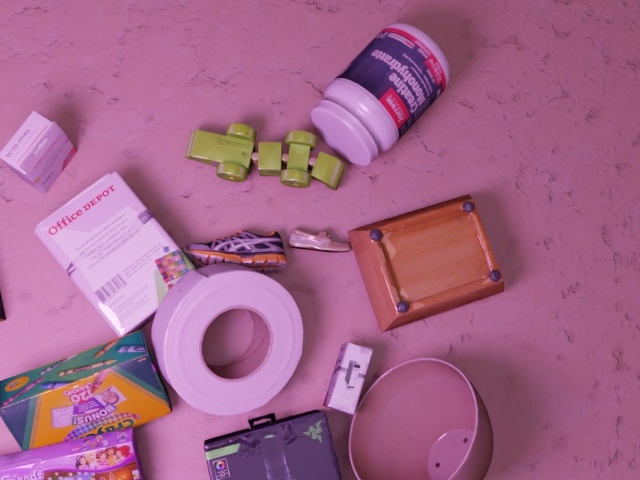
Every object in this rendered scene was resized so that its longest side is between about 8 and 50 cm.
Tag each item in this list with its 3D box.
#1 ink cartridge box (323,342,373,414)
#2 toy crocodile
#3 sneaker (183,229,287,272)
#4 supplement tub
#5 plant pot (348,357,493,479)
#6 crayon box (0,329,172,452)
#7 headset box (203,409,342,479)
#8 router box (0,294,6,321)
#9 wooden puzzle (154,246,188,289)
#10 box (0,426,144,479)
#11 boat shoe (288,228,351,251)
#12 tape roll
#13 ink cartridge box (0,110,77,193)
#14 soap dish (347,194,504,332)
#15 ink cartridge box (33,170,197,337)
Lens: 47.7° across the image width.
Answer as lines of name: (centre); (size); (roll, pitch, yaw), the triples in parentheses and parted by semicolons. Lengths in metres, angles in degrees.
ink cartridge box: (0.055, 0.281, 1.477); (0.056, 0.099, 0.135); (19, 77, -3)
toy crocodile: (-0.116, -0.174, 1.545); (0.340, 0.105, 0.115); (7, 79, -2)
sneaker: (-0.177, 0.020, 1.510); (0.214, 0.084, 0.083); (3, 66, -11)
supplement tub: (0.130, -0.312, 1.550); (0.191, 0.191, 0.272); (42, 77, 1)
plant pot: (0.225, 0.400, 1.417); (0.191, 0.284, 0.284); (41, 74, -35)
crayon box: (-0.442, 0.298, 1.370); (0.278, 0.081, 0.165); (-20, 127, -11)
headset box: (-0.082, 0.479, 1.406); (0.246, 0.131, 0.283); (-12, 81, -10)
router box: (-0.779, 0.038, 1.415); (0.242, 0.081, 0.309); (-13, 82, -10)
wooden puzzle: (-0.289, 0.051, 1.403); (0.049, 0.006, 0.083); (-26, 87, -14)
box: (-0.477, 0.477, 1.346); (0.293, 0.057, 0.201); (-11, 109, -10)
boat shoe: (0.000, 0.000, 1.547); (0.135, 0.050, 0.045); (7, 84, -7)
tape roll: (-0.179, 0.188, 1.405); (0.286, 0.100, 0.286); (-4, 99, -26)
ink cartridge box: (-0.558, -0.177, 1.425); (0.067, 0.198, 0.115); (33, 77, -1)
soap dish: (0.231, 0.041, 1.537); (0.290, 0.118, 0.229); (-17, 83, -9)
ink cartridge box: (-0.401, 0.031, 1.451); (0.198, 0.115, 0.273); (-39, 88, -13)
